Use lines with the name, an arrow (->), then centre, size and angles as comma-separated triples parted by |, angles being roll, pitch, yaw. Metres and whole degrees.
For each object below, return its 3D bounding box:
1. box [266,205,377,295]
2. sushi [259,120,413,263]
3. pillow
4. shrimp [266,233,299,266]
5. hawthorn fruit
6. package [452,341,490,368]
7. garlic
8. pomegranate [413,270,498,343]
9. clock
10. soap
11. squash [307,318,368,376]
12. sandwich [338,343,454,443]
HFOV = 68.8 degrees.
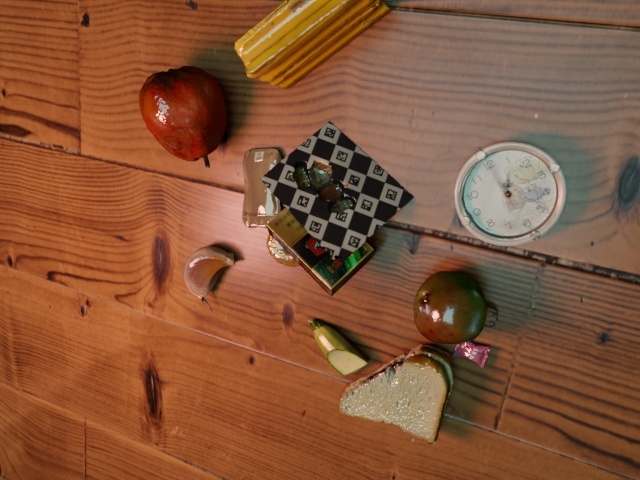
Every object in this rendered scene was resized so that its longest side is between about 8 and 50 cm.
box -> 0.000, 0.000, 1.174 | 0.159, 0.071, 0.240 | -42, 74, -17
sushi -> 0.035, -0.116, 1.154 | 0.290, 0.050, 0.264 | 45, 73, 7
pillow -> -0.162, -0.140, 1.270 | 0.130, 0.033, 0.218 | 2, 96, 26
shrimp -> -0.043, 0.015, 1.259 | 0.216, 0.051, 0.115 | 2, 102, 15
hawthorn fruit -> -0.345, -0.313, 1.212 | 0.223, 0.224, 0.261 | -9, 112, 22
package -> 0.380, 0.282, 1.179 | 0.083, 0.029, 0.059 | 19, 106, 25
garlic -> -0.340, 0.105, 1.379 | 0.128, 0.090, 0.198 | 28, 107, -1
pomegranate -> 0.327, 0.166, 1.110 | 0.209, 0.180, 0.180 | 14, 112, -21
clock -> 0.423, -0.104, 1.054 | 0.236, 0.053, 0.237 | 6, 106, 21
soap -> -0.018, -0.479, 1.049 | 0.324, 0.204, 0.096 | -29, 88, 24
squash -> 0.034, 0.292, 1.287 | 0.200, 0.075, 0.090 | 43, 139, 8
sandwich -> 0.197, 0.380, 1.233 | 0.288, 0.099, 0.255 | 10, 113, 18
